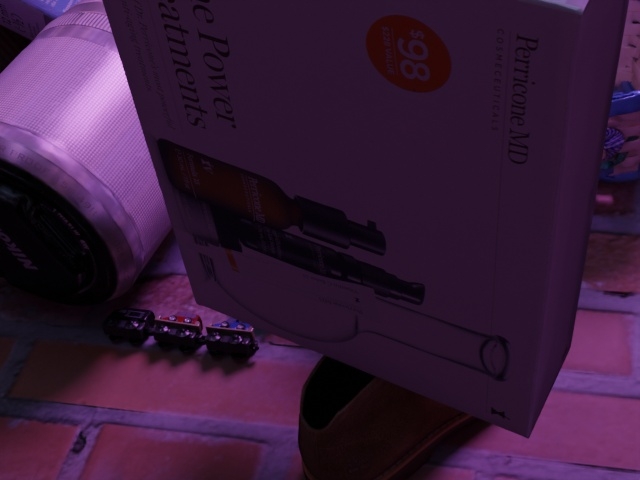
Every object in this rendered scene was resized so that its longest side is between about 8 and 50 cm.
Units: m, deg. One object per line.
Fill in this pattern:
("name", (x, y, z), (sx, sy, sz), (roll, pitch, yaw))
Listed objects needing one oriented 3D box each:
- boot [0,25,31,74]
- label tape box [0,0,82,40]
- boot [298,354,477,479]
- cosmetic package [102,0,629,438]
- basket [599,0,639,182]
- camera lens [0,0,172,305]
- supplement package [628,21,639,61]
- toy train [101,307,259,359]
("boot", (-0.471, -0.285, 1.382), (0.207, 0.090, 0.248), (5, 49, 34))
("label tape box", (-0.340, -0.386, 1.265), (0.348, 0.115, 0.249), (26, 73, 1))
("boot", (0.101, 0.082, 0.853), (0.305, 0.115, 0.112), (-40, 49, -25))
("cosmetic package", (0.026, -0.053, 0.656), (0.285, 0.377, 0.097), (18, 55, 21))
("basket", (0.211, -0.186, 0.957), (0.255, 0.289, 0.201), (-4, 41, 14))
("camera lens", (-0.224, -0.091, 1.020), (0.219, 0.219, 0.274), (12, 51, 23))
("supplement package", (0.392, -0.323, 1.044), (0.178, 0.293, 0.175), (2, 47, 16))
("toy train", (-0.128, 0.084, 0.968), (0.158, 0.027, 0.036), (6, 38, 19))
